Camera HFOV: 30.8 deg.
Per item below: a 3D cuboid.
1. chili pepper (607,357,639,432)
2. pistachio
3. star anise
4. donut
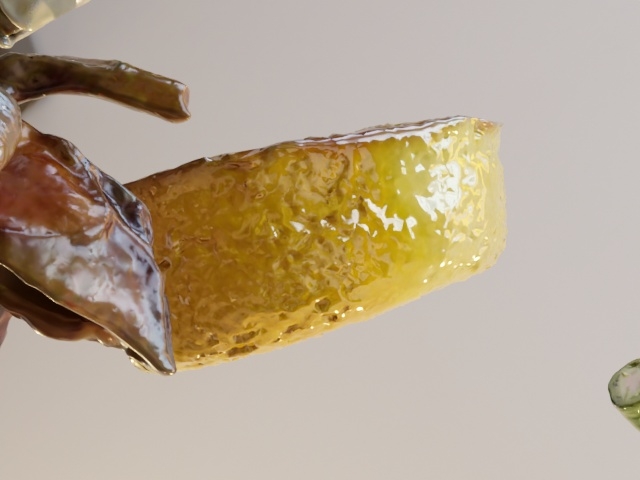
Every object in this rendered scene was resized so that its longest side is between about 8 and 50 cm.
[{"bbox_3d":[0.257,0.131,0.767,0.050,0.202,0.052,-15,-124,39],"label":"chili pepper"},{"bbox_3d":[-0.292,-0.301,1.213,0.138,0.153,0.237,-28,-134,42],"label":"pistachio"},{"bbox_3d":[-0.144,-0.039,0.392,0.196,0.212,0.111,-9,-134,40],"label":"star anise"},{"bbox_3d":[0.000,0.000,1.077,0.378,0.435,0.163,-14,-91,10],"label":"donut"}]
